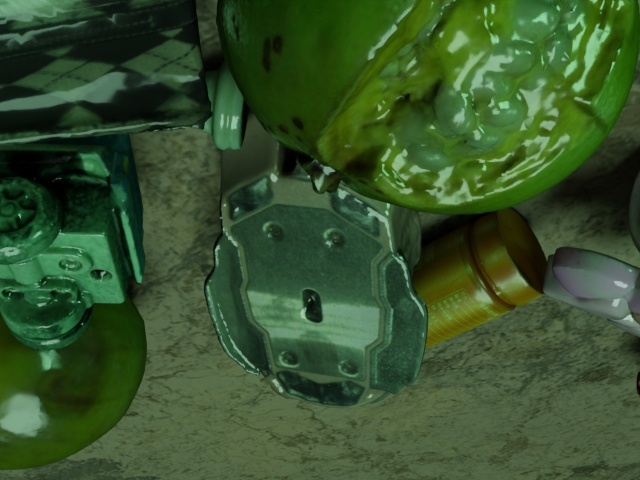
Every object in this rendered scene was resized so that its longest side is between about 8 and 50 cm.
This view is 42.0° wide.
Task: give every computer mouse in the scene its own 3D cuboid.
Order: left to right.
[{"bbox_3d":[0.001,-0.003,0.733,0.199,0.115,0.389,5,127,11],"label":"computer mouse"}]

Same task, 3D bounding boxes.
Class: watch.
[{"bbox_3d":[0.356,-0.005,0.711,0.210,0.218,0.248,25,178,-35],"label":"watch"}]

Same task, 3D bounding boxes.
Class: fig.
[{"bbox_3d":[-0.255,0.107,0.772,0.230,0.207,0.207,15,141,-36],"label":"fig"}]

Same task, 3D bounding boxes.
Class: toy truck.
[{"bbox_3d":[-0.276,-0.015,0.630,0.278,0.156,0.155,2,145,-2],"label":"toy truck"}]

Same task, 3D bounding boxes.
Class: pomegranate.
[{"bbox_3d":[0.079,-0.156,0.450,0.236,0.236,0.302,23,110,-35],"label":"pomegranate"}]

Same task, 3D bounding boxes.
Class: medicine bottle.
[{"bbox_3d":[0.123,0.049,0.834,0.192,0.096,0.096,-30,139,32],"label":"medicine bottle"}]

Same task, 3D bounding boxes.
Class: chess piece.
[{"bbox_3d":[-0.105,-0.105,0.615,0.103,0.067,0.067,7,145,-1],"label":"chess piece"}]

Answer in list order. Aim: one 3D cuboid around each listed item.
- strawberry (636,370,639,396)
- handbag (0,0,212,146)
[{"bbox_3d":[0.533,0.199,0.983,0.261,0.258,0.261,-12,148,-8],"label":"strawberry"},{"bbox_3d":[-0.194,-0.212,0.366,0.316,0.180,0.416,-8,141,-9],"label":"handbag"}]
